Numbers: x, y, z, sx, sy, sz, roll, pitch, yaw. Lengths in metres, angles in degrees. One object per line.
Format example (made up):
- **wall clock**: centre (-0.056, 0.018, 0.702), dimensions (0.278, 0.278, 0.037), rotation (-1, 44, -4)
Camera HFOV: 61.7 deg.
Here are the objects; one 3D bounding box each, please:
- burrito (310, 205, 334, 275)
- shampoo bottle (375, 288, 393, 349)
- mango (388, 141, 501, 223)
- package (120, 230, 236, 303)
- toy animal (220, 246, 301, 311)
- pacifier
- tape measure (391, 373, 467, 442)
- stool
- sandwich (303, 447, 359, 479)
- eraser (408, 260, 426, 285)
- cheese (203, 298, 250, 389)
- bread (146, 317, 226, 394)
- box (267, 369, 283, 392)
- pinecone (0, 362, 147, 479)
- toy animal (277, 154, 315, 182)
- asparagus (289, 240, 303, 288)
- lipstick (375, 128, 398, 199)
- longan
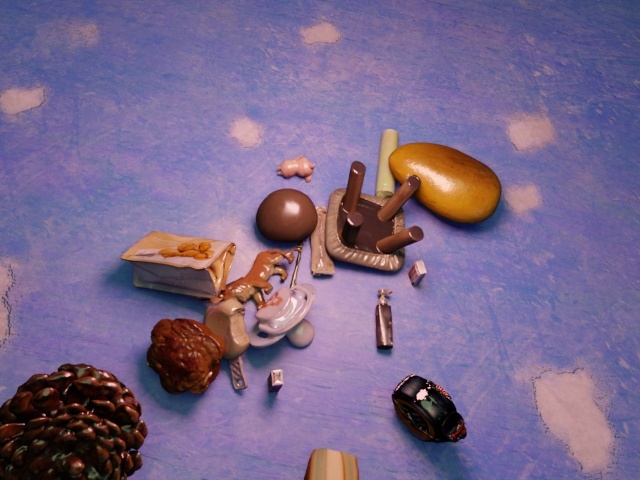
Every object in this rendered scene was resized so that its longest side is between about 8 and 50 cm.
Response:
- **burrito**: centre (0.000, 0.000, 1.938), dimensions (0.082, 0.059, 0.275), rotation (2, 64, -16)
- **shampoo bottle**: centre (0.220, 0.267, 1.843), dimensions (0.063, 0.057, 0.208), rotation (4, 65, -6)
- **mango**: centre (0.460, -0.224, 2.018), dimensions (0.445, 0.220, 0.301), rotation (21, 51, 2)
- **package**: centre (-0.458, 0.093, 1.765), dimensions (0.311, 0.165, 0.221), rotation (7, 27, 14)
- **toy animal**: centre (-0.213, 0.123, 1.829), dimensions (0.157, 0.097, 0.312), rotation (29, 62, 12)
- **pacifier**: centre (-0.096, 0.272, 1.748), dimensions (0.279, 0.227, 0.207), rotation (-46, 119, -22)
- **tape measure**: centre (0.328, 0.520, 1.659), dimensions (0.135, 0.202, 0.223), rotation (-40, 91, -25)
- **stool**: centre (0.191, -0.081, 1.892), dimensions (0.310, 0.226, 0.310), rotation (12, 60, -12)
- **sandwich**: centre (0.032, 0.709, 1.524), dimensions (0.155, 0.198, 0.227), rotation (14, 64, -2)
- **eraser**: centre (0.342, 0.117, 1.898), dimensions (0.029, 0.122, 0.052), rotation (-13, 67, -11)
- **cheese**: centre (-0.281, 0.332, 1.700), dimensions (0.082, 0.163, 0.286), rotation (-8, 78, -57)
- **bread**: centre (-0.415, 0.349, 1.631), dimensions (0.246, 0.135, 0.232), rotation (27, 94, 13)
- **box**: centre (-0.142, 0.440, 1.672), dimensions (0.036, 0.117, 0.051), rotation (-1, 63, -13)
- **pinecone**: centre (-0.677, 0.513, 1.438), dimensions (0.397, 0.398, 0.398), rotation (3, 64, -7)
- **toy animal**: centre (-0.091, -0.272, 2.044), dimensions (0.150, 0.083, 0.089), rotation (-1, 77, 3)
- **asparagus**: centre (-0.084, 0.092, 1.902), dimensions (0.022, 0.023, 0.233), rotation (36, 54, -42)
- **lipstick**: centre (0.265, -0.299, 2.113), dimensions (0.076, 0.076, 0.304), rotation (11, 63, -3)
- **longan**: centre (-0.119, -0.087, 1.889), dimensions (0.220, 0.196, 0.196), rotation (-1, 64, 4)
